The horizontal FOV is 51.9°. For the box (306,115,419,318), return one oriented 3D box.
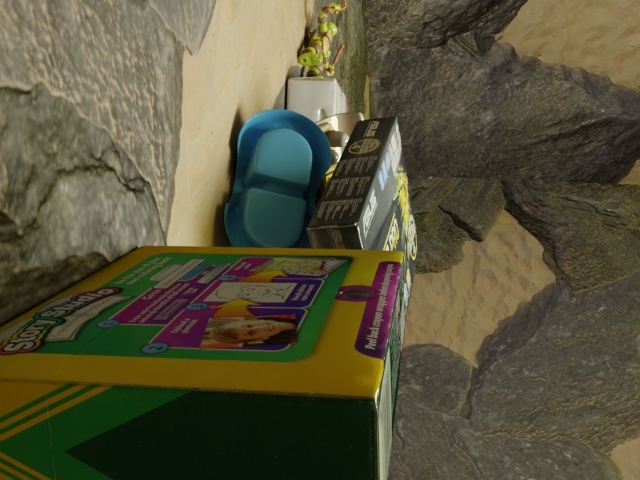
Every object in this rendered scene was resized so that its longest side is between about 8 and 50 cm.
[{"bbox_3d":[0.098,-0.004,1.223,0.394,0.097,0.318,-67,146,-52],"label":"box"}]

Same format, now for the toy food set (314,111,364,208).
[{"bbox_3d":[-0.005,-0.116,1.349,0.306,0.092,0.219,-30,122,-39],"label":"toy food set"}]

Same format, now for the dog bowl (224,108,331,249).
[{"bbox_3d":[-0.077,-0.081,1.132,0.074,0.166,0.297,129,-29,-62],"label":"dog bowl"}]

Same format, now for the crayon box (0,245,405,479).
[{"bbox_3d":[-0.089,0.096,0.590,0.363,0.313,0.106,-53,142,-74],"label":"crayon box"}]

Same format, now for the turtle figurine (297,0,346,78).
[{"bbox_3d":[0.001,-0.514,1.699,0.269,0.087,0.217,96,11,-53],"label":"turtle figurine"}]

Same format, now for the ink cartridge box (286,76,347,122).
[{"bbox_3d":[-0.005,-0.279,1.638,0.283,0.117,0.207,-18,111,-81],"label":"ink cartridge box"}]
